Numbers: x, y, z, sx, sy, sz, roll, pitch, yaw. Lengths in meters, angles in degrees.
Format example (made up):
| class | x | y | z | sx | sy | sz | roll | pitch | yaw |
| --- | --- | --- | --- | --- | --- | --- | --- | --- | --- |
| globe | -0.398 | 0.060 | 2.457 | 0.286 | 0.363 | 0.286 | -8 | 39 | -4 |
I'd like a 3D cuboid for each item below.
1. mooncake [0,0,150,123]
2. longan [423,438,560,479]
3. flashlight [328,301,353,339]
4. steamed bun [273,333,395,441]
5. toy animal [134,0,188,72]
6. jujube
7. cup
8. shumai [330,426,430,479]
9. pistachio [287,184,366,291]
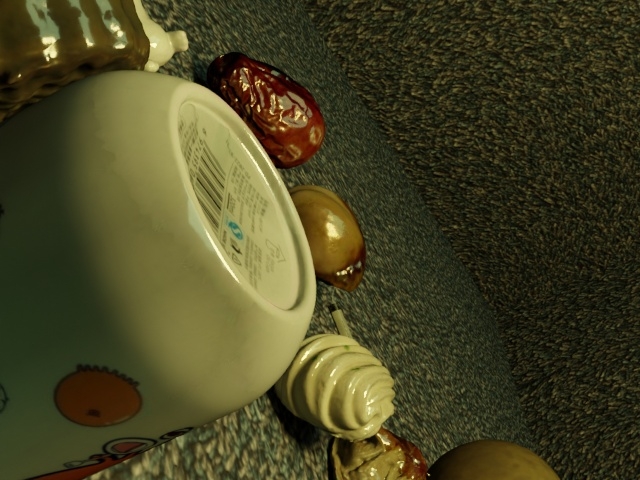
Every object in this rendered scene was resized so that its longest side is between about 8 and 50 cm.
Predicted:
| class | x | y | z | sx | sy | sz | roll | pitch | yaw |
| --- | --- | --- | --- | --- | --- | --- | --- | --- | --- |
| mooncake | -0.258 | -0.157 | 0.685 | 0.124 | 0.228 | 0.228 | 62 | 16 | -1 |
| longan | 0.289 | 0.488 | 1.363 | 0.297 | 0.297 | 0.297 | 55 | 19 | -29 |
| flashlight | 0.039 | 0.156 | 1.502 | 0.083 | 0.018 | 0.018 | 68 | 18 | 11 |
| steamed bun | 0.029 | 0.197 | 1.144 | 0.183 | 0.106 | 0.183 | 23 | 12 | -5 |
| toy animal | -0.266 | -0.239 | 0.935 | 0.140 | 0.138 | 0.282 | 66 | 17 | -11 |
| jujube | -0.097 | -0.230 | 1.421 | 0.236 | 0.168 | 0.168 | 44 | 25 | -35 |
| cup | -0.175 | 0.042 | 0.484 | 0.212 | 0.317 | 0.212 | 54 | 19 | -29 |
| shumai | 0.101 | 0.355 | 1.228 | 0.201 | 0.120 | 0.201 | 53 | 18 | -25 |
| pistachio | 0.000 | 0.000 | 1.430 | 0.210 | 0.165 | 0.130 | 53 | -23 | 2 |
